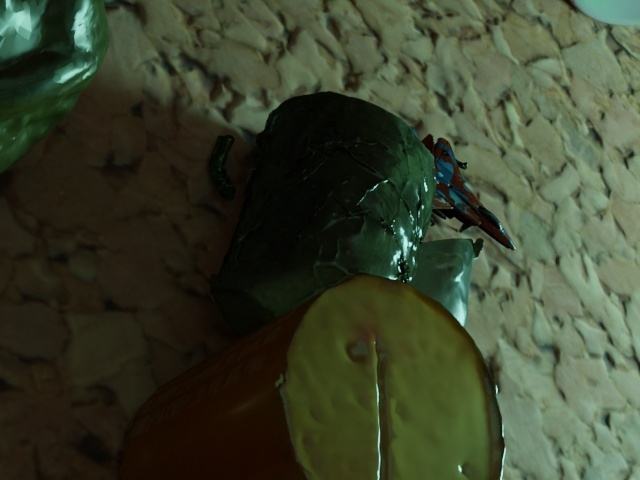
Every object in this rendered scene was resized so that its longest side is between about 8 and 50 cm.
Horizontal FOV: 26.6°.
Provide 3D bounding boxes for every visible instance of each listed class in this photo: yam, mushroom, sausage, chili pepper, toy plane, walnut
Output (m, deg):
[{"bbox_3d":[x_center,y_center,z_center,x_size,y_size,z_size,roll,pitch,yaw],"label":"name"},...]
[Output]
[{"bbox_3d":[0.005,0.000,1.355,0.202,0.201,0.271,36,55,-17],"label":"yam"},{"bbox_3d":[0.096,0.129,1.415,0.109,0.097,0.351,45,47,-34],"label":"mushroom"},{"bbox_3d":[-0.014,0.183,1.161,0.233,0.287,0.233,15,62,-30],"label":"sausage"},{"bbox_3d":[-0.103,-0.076,1.420,0.027,0.022,0.083,16,53,-30],"label":"chili pepper"},{"bbox_3d":[0.155,-0.048,1.588,0.189,0.061,0.130,46,45,-14],"label":"toy plane"},{"bbox_3d":[-0.320,-0.184,1.126,0.253,0.282,0.277,46,45,1],"label":"walnut"}]

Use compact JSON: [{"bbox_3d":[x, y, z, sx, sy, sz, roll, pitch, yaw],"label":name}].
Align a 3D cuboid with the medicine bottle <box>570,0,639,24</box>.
[{"bbox_3d":[0.451,-0.500,1.975,0.212,0.212,0.325,22,54,-28],"label":"medicine bottle"}]
